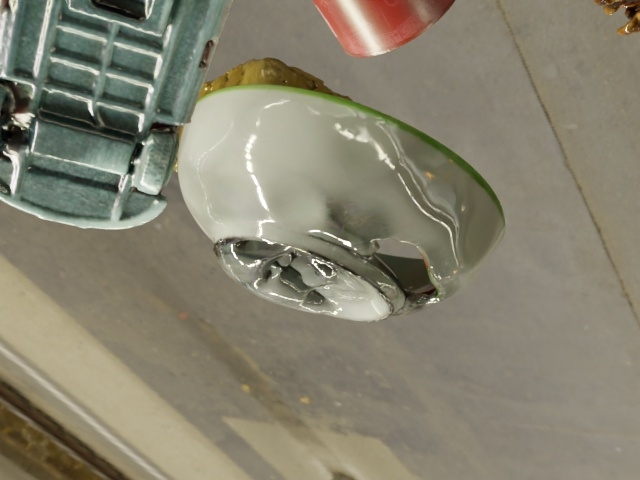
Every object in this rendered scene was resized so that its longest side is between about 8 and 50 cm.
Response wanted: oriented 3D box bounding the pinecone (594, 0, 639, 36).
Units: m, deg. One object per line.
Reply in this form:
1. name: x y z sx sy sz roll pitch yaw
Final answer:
1. pinecone: 0.240 -0.160 0.436 0.174 0.173 0.173 20 147 14

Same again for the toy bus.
1. toy bus: -0.106 -0.133 0.407 0.121 0.119 0.265 13 129 -19

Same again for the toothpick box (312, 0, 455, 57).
1. toothpick box: 0.032 -0.444 1.045 0.204 0.204 0.333 -5 137 41

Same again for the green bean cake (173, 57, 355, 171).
1. green bean cake: -0.047 -0.113 0.915 0.224 0.131 0.230 23 164 -35

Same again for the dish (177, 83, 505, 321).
1. dish: 0.000 0.000 0.724 0.324 0.124 0.324 19 160 7
